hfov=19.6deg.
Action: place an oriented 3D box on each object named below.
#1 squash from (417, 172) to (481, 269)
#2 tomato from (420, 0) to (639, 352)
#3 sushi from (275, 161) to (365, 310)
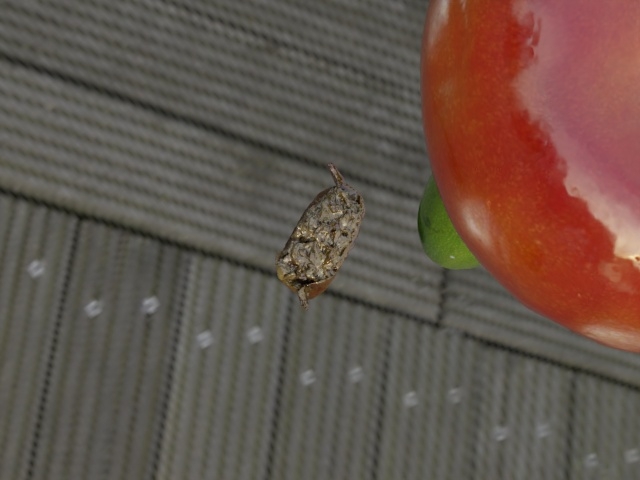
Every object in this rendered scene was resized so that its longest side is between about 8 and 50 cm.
[{"bbox_3d":[0.128,-0.064,1.218,0.082,0.292,0.082,6,61,-10],"label":"squash"},{"bbox_3d":[0.127,-0.056,0.669,0.195,0.136,0.195,0,87,-4],"label":"tomato"},{"bbox_3d":[0.000,0.000,1.496,0.052,0.055,0.120,29,74,5],"label":"sushi"}]
